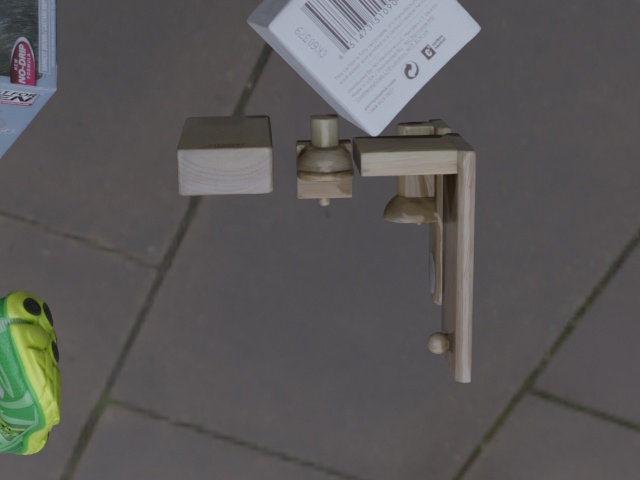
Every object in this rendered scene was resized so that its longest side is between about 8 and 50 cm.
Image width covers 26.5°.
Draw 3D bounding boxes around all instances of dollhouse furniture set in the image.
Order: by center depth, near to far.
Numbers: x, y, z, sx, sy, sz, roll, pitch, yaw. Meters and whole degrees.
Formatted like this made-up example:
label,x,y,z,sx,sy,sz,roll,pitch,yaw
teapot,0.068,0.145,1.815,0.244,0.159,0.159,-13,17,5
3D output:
label,x,y,z,sx,sy,sz,roll,pitch,yaw
dollhouse furniture set,0.000,0.000,0.762,0.151,0.144,0.123,-2,104,-3

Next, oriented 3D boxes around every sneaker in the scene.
label,x,y,z,sx,sy,sz,roll,pitch,yaw
sneaker,-0.316,0.144,1.307,0.123,0.109,0.295,-3,153,-19

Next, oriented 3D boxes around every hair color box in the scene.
label,x,y,z,sx,sy,sz,roll,pitch,yaw
hair color box,-0.442,-0.217,1.743,0.114,0.185,0.374,4,163,-26

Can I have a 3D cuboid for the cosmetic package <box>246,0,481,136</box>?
label,x,y,z,sx,sy,sz,roll,pitch,yaw
cosmetic package,0.038,-0.217,1.359,0.151,0.183,0.151,-45,105,2
